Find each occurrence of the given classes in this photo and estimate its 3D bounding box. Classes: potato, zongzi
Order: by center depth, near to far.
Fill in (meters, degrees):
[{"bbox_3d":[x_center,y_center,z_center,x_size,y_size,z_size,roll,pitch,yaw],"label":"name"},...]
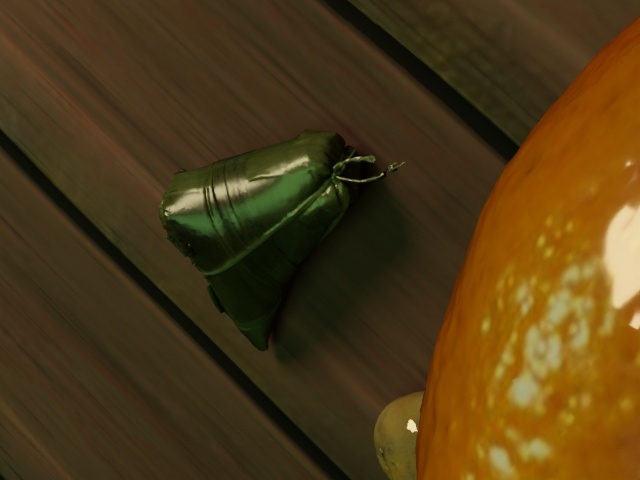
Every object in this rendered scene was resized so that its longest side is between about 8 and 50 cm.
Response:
[{"bbox_3d":[0.069,0.116,0.830,0.083,0.062,0.068,-23,110,18],"label":"potato"},{"bbox_3d":[0.000,0.000,0.848,0.154,0.062,0.130,-16,120,23],"label":"zongzi"}]

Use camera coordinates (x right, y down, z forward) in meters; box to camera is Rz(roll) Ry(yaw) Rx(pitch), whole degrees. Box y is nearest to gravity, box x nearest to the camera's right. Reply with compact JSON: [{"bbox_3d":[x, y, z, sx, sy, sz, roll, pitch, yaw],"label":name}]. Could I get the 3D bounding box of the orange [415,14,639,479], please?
[{"bbox_3d":[0.240,0.087,0.525,0.424,0.326,0.424,4,107,15],"label":"orange"}]
